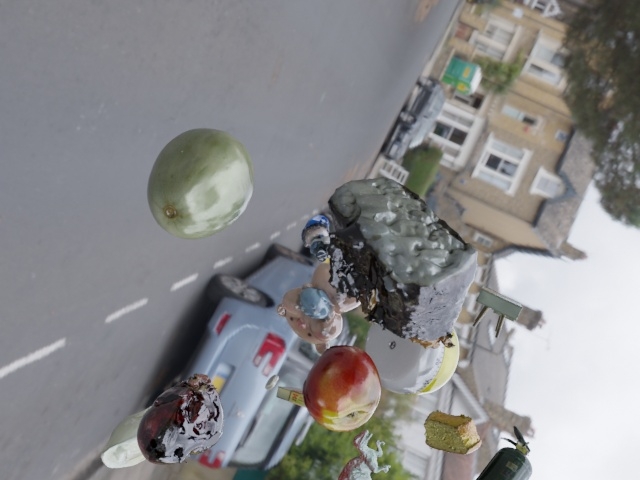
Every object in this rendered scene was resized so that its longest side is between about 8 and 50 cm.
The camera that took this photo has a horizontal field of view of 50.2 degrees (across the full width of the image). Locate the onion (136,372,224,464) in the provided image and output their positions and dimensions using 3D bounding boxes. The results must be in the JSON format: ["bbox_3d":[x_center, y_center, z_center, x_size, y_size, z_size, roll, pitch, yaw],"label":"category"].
[{"bbox_3d":[-0.409,0.533,1.981,0.281,0.221,0.281,-40,152,-26],"label":"onion"}]

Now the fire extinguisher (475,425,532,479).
[{"bbox_3d":[0.414,0.574,1.611,0.311,0.114,0.095,-35,155,-33],"label":"fire extinguisher"}]

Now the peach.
[{"bbox_3d":[0.048,0.345,1.609,0.190,0.190,0.192,-67,-153,26],"label":"peach"}]

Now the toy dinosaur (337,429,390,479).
[{"bbox_3d":[0.080,0.598,1.735,0.242,0.167,0.053,-41,-159,12],"label":"toy dinosaur"}]

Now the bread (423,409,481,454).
[{"bbox_3d":[0.356,0.536,1.900,0.065,0.103,0.187,-23,-168,-34],"label":"bread"}]

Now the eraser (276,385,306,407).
[{"bbox_3d":[0.002,0.474,1.992,0.157,0.230,0.038,21,80,-49],"label":"eraser"}]

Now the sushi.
[{"bbox_3d":[0.122,0.036,1.279,0.348,0.234,0.207,-123,-152,-42],"label":"sushi"}]

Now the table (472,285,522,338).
[{"bbox_3d":[0.503,0.208,1.979,0.111,0.121,0.240,-65,165,4],"label":"table"}]

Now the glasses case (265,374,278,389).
[{"bbox_3d":[-0.130,0.380,1.827,0.032,0.021,0.083,-59,-177,-28],"label":"glasses case"}]

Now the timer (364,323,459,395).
[{"bbox_3d":[0.291,0.318,1.958,0.285,0.285,0.285,-64,176,-9],"label":"timer"}]

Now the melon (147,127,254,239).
[{"bbox_3d":[-0.290,-0.138,1.668,0.308,0.272,0.272,-62,175,-26],"label":"melon"}]

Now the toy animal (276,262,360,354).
[{"bbox_3d":[0.006,0.185,2.056,0.221,0.210,0.229,-41,161,-32],"label":"toy animal"}]

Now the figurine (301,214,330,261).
[{"bbox_3d":[0.000,0.000,1.766,0.086,0.087,0.149,-28,-144,-2],"label":"figurine"}]

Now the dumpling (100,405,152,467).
[{"bbox_3d":[-0.651,0.710,2.397,0.252,0.131,0.179,-43,137,-42],"label":"dumpling"}]
